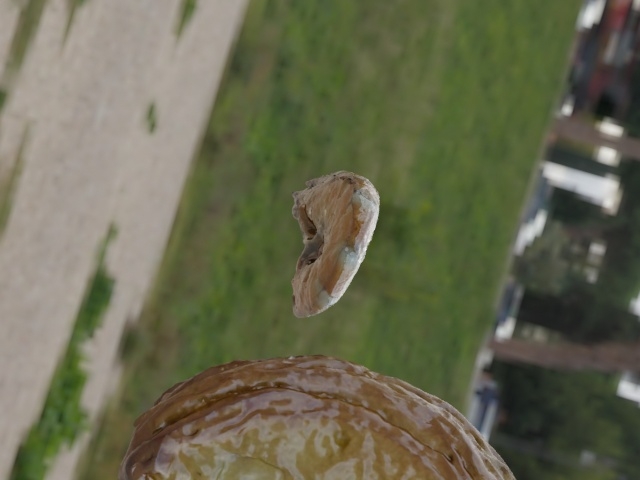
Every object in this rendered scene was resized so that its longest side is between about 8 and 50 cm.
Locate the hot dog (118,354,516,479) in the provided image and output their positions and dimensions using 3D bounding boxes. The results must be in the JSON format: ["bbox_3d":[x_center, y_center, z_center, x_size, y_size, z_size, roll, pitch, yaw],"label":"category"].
[{"bbox_3d":[0.011,0.152,1.142,0.175,0.259,0.114,110,-5,-47],"label":"hot dog"}]

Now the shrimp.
[{"bbox_3d":[0.000,0.000,2.081,0.164,0.062,0.317,-63,-167,2],"label":"shrimp"}]
